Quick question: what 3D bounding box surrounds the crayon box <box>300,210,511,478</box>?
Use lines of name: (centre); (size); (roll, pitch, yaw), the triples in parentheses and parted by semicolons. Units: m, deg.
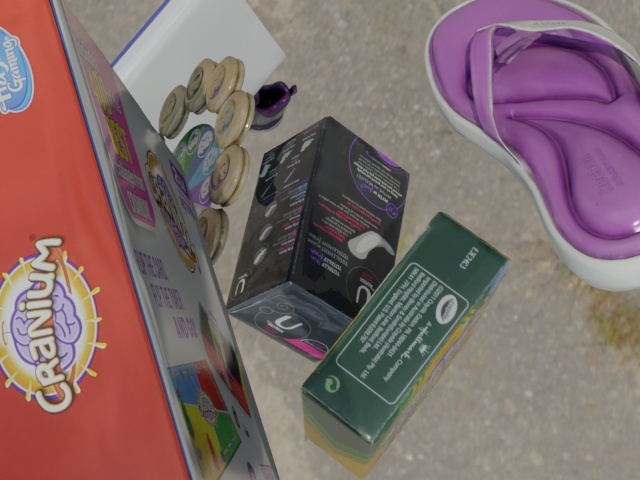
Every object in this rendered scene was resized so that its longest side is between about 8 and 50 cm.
crayon box: (0.074, 0.118, 1.132); (0.083, 0.203, 0.323); (36, 166, 10)

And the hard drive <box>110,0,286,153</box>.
hard drive: (-0.192, -0.162, 1.415); (0.040, 0.318, 0.210); (37, 175, 30)

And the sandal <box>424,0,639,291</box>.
sandal: (0.203, -0.128, 0.992); (0.169, 0.416, 0.102); (-31, 132, 2)

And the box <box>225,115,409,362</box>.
box: (0.000, 0.000, 1.552); (0.165, 0.270, 0.143); (33, 141, -28)

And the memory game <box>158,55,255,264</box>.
memory game: (-0.092, -0.028, 0.721); (0.012, 0.186, 0.186); (20, 133, -29)

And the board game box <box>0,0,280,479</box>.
board game box: (-0.068, 0.084, 0.485); (0.064, 0.316, 0.242); (-19, 165, 1)

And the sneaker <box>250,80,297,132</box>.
sneaker: (-0.146, -0.201, 1.729); (0.083, 0.224, 0.098); (67, 150, 13)
